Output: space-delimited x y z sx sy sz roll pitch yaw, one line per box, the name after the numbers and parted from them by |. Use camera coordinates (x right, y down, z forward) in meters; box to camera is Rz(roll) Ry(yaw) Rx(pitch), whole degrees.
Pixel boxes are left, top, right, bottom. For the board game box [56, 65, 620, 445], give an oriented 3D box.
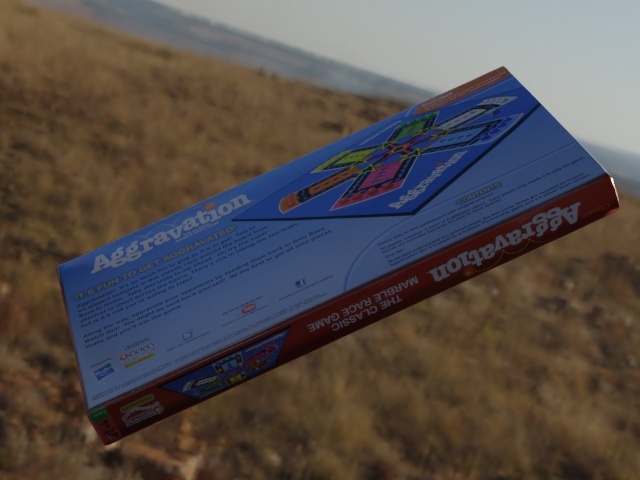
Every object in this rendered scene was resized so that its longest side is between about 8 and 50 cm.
0.000 0.000 0.739 0.281 0.027 0.145 -24 34 -2 | board game box
